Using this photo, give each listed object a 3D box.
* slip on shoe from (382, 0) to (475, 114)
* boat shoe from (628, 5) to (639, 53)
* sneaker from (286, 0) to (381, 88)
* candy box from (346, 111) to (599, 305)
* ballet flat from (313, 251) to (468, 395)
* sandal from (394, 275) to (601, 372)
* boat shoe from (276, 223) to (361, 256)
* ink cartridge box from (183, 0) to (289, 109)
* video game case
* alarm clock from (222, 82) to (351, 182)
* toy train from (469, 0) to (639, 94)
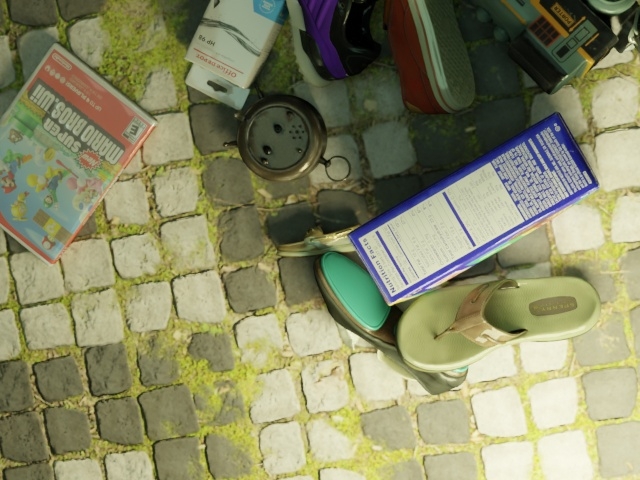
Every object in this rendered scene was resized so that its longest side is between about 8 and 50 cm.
[{"bbox_3d":[0.129,-0.335,1.844,0.101,0.123,0.331,-15,88,38],"label":"slip on shoe"},{"bbox_3d":[0.457,-0.262,1.684,0.119,0.335,0.121,28,81,32],"label":"boat shoe"},{"bbox_3d":[0.015,-0.374,1.839,0.146,0.102,0.293,-11,101,38],"label":"sneaker"},{"bbox_3d":[0.217,-0.040,1.769,0.317,0.268,0.122,-30,85,12],"label":"candy box"},{"bbox_3d":[0.087,0.135,1.895,0.280,0.095,0.096,39,131,2],"label":"ballet flat"},{"bbox_3d":[0.250,0.101,1.833,0.303,0.086,0.120,-14,71,-3],"label":"sandal"},{"bbox_3d":[0.000,0.000,1.925,0.135,0.050,0.045,-6,90,0],"label":"boat shoe"},{"bbox_3d":[-0.129,-0.293,1.915,0.104,0.060,0.180,27,99,6],"label":"ink cartridge box"},{"bbox_3d":[-0.411,-0.132,1.997,0.204,0.025,0.285,38,100,5],"label":"video game case"},{"bbox_3d":[-0.041,-0.142,1.914,0.192,0.064,0.129,28,99,4],"label":"alarm clock"},{"bbox_3d":[0.292,-0.361,1.780,0.190,0.142,0.334,-43,86,-3],"label":"toy train"}]
